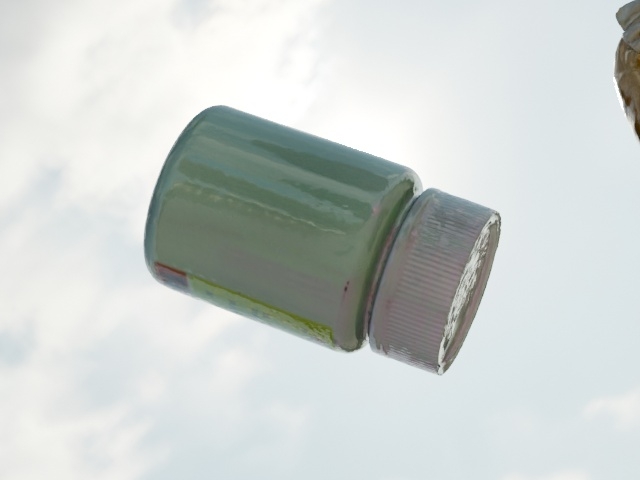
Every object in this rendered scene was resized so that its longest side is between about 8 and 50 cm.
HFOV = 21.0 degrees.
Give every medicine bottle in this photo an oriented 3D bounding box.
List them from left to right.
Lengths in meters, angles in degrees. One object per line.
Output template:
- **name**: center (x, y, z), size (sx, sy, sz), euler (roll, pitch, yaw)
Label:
- **medicine bottle**: center (0.000, 0.000, 1.205), size (0.139, 0.225, 0.139), euler (19, -90, -76)

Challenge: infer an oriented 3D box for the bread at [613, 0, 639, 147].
- **bread**: center (0.256, -0.034, 0.984), size (0.107, 0.241, 0.136), euler (-30, -29, 18)
